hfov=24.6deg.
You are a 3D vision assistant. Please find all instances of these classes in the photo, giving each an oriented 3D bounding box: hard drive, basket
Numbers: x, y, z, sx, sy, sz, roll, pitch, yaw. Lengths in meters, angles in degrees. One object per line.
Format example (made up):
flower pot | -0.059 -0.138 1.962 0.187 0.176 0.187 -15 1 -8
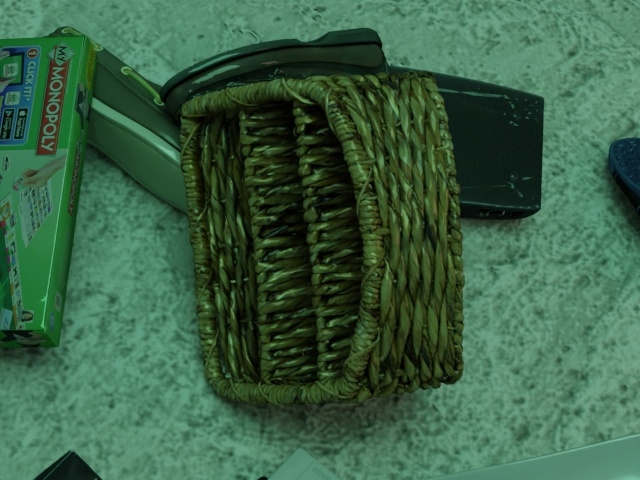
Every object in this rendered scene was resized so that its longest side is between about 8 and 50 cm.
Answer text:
hard drive | 0.113 -0.105 1.595 0.254 0.054 0.172 9 57 -3
basket | 0.000 0.000 1.354 0.223 0.213 0.299 -4 91 -13

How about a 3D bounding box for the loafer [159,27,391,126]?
loafer | -0.033 -0.155 1.502 0.267 0.096 0.084 -17 75 -33

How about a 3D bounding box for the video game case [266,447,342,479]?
video game case | -0.006 0.282 1.313 0.157 0.019 0.143 36 60 19

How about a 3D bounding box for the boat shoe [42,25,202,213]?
boat shoe | -0.186 -0.124 1.522 0.305 0.109 0.091 32 63 15

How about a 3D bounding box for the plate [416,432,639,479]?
plate | 0.215 0.325 1.307 0.278 0.045 0.277 -13 58 4

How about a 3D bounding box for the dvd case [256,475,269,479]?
dvd case | -0.086 0.345 1.291 0.253 0.022 0.180 -35 69 -27

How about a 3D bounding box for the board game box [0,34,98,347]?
board game box | -0.340 -0.051 1.425 0.213 0.046 0.317 0 65 9

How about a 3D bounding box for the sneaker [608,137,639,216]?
sneaker | 0.377 -0.020 1.581 0.081 0.090 0.232 -12 39 -16

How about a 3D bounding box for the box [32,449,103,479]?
box | -0.179 0.328 1.189 0.247 0.142 0.163 41 61 18
